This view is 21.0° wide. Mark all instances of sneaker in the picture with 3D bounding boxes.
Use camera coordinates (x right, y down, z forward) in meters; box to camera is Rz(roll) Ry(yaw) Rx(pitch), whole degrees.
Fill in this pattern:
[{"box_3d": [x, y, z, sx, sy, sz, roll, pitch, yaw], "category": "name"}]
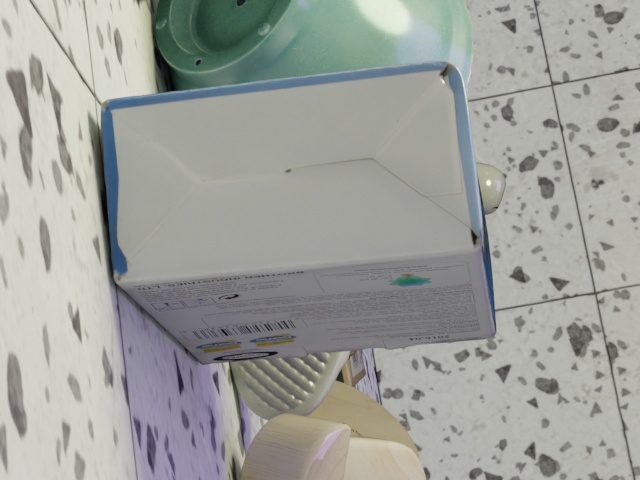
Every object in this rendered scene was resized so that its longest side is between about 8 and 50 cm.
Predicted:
[{"box_3d": [0.004, 0.015, 1.770, 0.150, 0.135, 0.365, 39, 58, -64], "category": "sneaker"}]

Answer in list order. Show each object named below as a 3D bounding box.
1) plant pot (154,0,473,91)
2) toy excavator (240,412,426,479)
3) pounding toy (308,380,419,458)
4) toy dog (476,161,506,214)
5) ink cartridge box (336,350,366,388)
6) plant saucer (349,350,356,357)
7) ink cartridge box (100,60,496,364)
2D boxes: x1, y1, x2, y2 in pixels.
[{"box_3d": [-0.032, -0.188, 1.632, 0.196, 0.293, 0.293, 35, 38, -45], "category": "plant pot"}, {"box_3d": [0.108, 0.330, 1.777, 0.433, 0.222, 0.445, -26, 112, -44], "category": "toy excavator"}, {"box_3d": [0.030, 0.278, 2.020, 0.237, 0.110, 0.183, 46, 28, 25], "category": "pounding toy"}, {"box_3d": [0.072, -0.043, 2.389, 0.220, 0.334, 0.161, 8, 88, -59], "category": "toy dog"}, {"box_3d": [-0.006, 0.096, 2.211, 0.235, 0.088, 0.193, -7, 88, -84], "category": "ink cartridge box"}, {"box_3d": [0.005, 0.000, 1.975, 0.278, 0.041, 0.277, -16, 90, -80], "category": "plant saucer"}, {"box_3d": [0.000, 0.000, 1.405, 0.395, 0.270, 0.151, 65, 21, -72], "category": "ink cartridge box"}]
